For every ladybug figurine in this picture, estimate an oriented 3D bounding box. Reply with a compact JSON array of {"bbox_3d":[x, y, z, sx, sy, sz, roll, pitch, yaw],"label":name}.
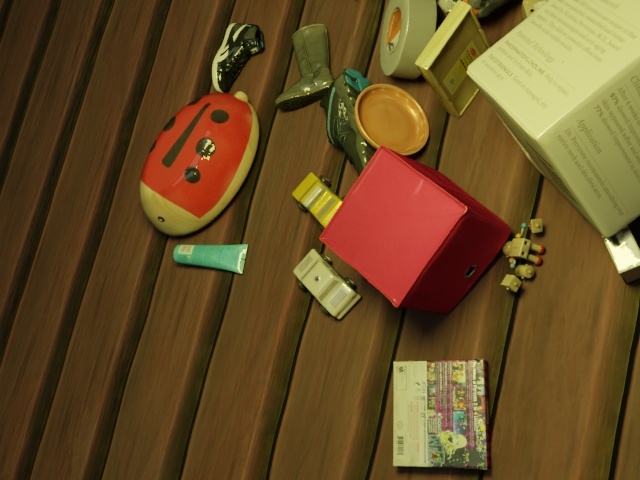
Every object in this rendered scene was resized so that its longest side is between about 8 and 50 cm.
[{"bbox_3d":[-0.346,-0.227,2.090,0.305,0.162,0.449,31,90,31],"label":"ladybug figurine"}]

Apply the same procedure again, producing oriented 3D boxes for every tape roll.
[{"bbox_3d":[0.211,-0.507,1.861,0.072,0.219,0.219,5,73,-13],"label":"tape roll"}]

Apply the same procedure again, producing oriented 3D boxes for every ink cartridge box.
[{"bbox_3d":[0.615,0.009,1.557,0.056,0.099,0.135,-26,63,20],"label":"ink cartridge box"}]

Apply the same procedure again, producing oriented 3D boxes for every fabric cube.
[{"bbox_3d":[0.210,-0.016,1.661,0.259,0.258,0.254,43,105,30],"label":"fabric cube"}]

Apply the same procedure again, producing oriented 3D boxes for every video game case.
[{"bbox_3d":[0.261,0.377,1.659,0.210,0.042,0.232,-7,72,26],"label":"video game case"}]

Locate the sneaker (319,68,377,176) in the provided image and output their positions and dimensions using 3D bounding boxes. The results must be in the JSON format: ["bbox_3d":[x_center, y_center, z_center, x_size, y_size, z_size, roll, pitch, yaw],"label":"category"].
[{"bbox_3d":[0.096,-0.257,1.919,0.140,0.125,0.340,-36,61,45],"label":"sneaker"}]

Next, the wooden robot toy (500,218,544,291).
[{"bbox_3d":[0.435,0.031,1.678,0.079,0.076,0.173,2,73,64],"label":"wooden robot toy"}]

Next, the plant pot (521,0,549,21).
[{"bbox_3d":[0.524,-0.519,1.769,0.109,0.096,0.109,-18,67,21],"label":"plant pot"}]

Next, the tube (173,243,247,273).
[{"bbox_3d":[-0.295,0.042,2.050,0.207,0.052,0.080,4,81,23],"label":"tube"}]

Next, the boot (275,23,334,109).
[{"bbox_3d":[-0.052,-0.471,2.066,0.190,0.076,0.208,-17,74,6],"label":"boot"}]

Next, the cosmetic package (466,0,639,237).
[{"bbox_3d":[0.574,-0.292,1.485,0.394,0.329,0.327,-38,35,11],"label":"cosmetic package"}]

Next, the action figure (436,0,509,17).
[{"bbox_3d":[0.414,-0.617,1.736,0.330,0.341,0.178,-28,77,16],"label":"action figure"}]

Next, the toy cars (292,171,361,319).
[{"bbox_3d":[0.000,0.000,1.885,0.177,0.087,0.393,-10,70,25],"label":"toy cars"}]

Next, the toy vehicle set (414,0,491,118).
[{"bbox_3d":[0.317,-0.405,1.743,0.035,0.267,0.166,36,92,30],"label":"toy vehicle set"}]

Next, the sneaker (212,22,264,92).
[{"bbox_3d":[-0.228,-0.524,2.168,0.121,0.079,0.216,6,76,30],"label":"sneaker"}]

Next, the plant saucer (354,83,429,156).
[{"bbox_3d":[0.169,-0.287,1.852,0.037,0.200,0.200,133,132,-57],"label":"plant saucer"}]
